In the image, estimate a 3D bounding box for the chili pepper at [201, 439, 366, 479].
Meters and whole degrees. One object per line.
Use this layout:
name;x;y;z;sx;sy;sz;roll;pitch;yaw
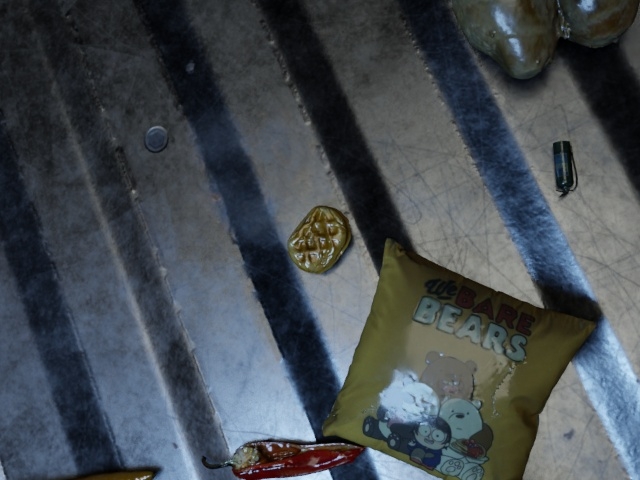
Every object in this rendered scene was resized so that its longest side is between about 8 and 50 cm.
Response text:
chili pepper;-0.057;0.336;1.130;0.267;0.059;0.051;-8;119;10

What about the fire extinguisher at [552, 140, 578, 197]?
fire extinguisher;0.363;-0.104;1.093;0.038;0.025;0.083;-1;82;-10

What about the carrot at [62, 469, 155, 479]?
carrot;-0.422;0.415;1.202;0.335;0.069;0.069;-18;79;8

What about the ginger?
ginger;0.348;-0.371;1.078;0.303;0.155;0.245;-9;74;4

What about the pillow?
pillow;0.183;0.195;1.048;0.310;0.119;0.313;22;94;16

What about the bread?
bread;0.000;0.000;1.160;0.083;0.044;0.111;37;94;12
